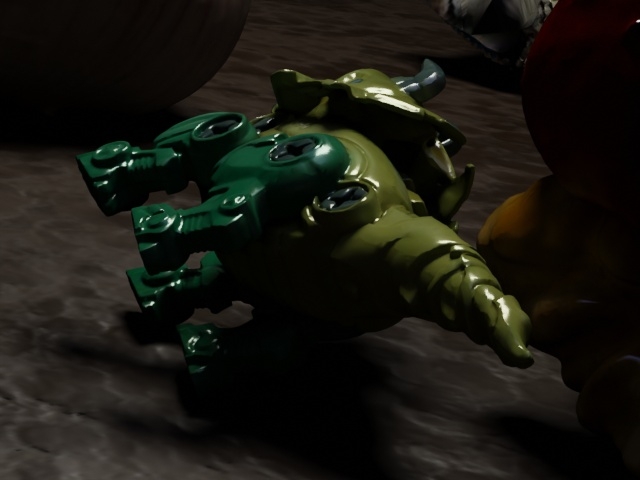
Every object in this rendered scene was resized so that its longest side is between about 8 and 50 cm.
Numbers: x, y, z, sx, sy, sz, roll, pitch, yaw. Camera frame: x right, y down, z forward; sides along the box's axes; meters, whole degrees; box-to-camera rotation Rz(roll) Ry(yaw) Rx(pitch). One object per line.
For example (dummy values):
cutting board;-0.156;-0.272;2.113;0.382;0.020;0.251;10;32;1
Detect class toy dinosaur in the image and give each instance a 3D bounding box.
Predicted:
toy dinosaur;0.000;0.000;0.574;0.153;0.094;0.259;-22;25;-3

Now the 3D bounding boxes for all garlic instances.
garlic;-0.194;-0.217;1.000;0.317;0.259;0.317;4;18;-1

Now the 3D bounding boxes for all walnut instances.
walnut;0.202;-0.002;0.560;0.269;0.222;0.244;25;54;32

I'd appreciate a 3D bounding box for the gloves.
gloves;0.214;-0.223;1.459;0.312;0.135;0.210;-6;21;-42
